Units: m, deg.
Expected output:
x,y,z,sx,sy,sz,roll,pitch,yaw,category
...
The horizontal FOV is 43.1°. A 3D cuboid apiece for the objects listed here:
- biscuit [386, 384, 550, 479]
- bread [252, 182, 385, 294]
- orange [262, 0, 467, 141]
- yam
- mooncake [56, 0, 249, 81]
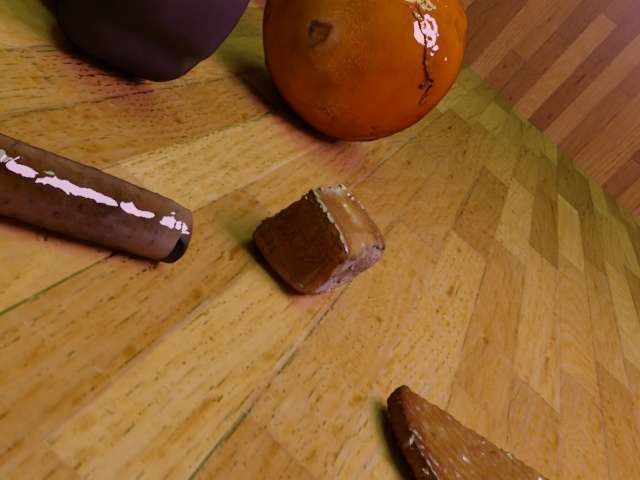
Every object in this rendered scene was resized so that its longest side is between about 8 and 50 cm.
x,y,z,sx,sy,sz,roll,pitch,yaw,category
0.128,0.188,0.563,0.206,0.025,0.126,35,22,-14,biscuit
-0.001,0.002,0.639,0.070,0.077,0.083,59,25,12,bread
0.050,-0.234,0.942,0.240,0.240,0.240,35,23,-17,orange
-0.182,-0.038,0.442,0.264,0.046,0.046,22,29,-44,yam
-0.135,-0.262,0.701,0.133,0.245,0.245,18,32,-40,mooncake
